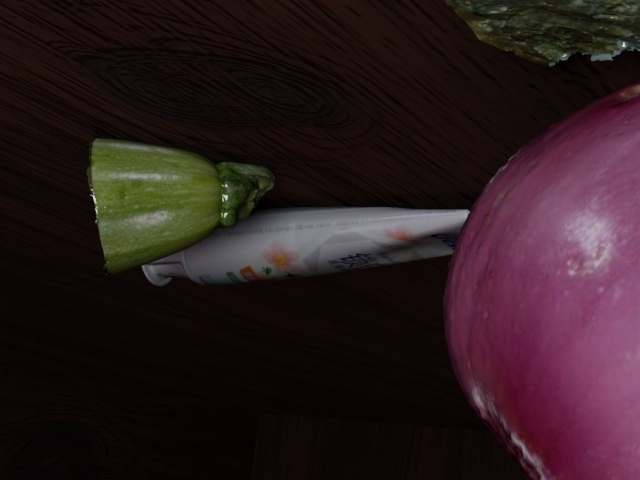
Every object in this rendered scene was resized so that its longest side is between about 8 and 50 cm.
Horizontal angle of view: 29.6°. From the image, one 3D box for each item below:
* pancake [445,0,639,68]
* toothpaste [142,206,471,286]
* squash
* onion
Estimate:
[{"bbox_3d":[0.117,-0.108,0.546,0.129,0.022,0.116,-3,161,39],"label":"pancake"},{"bbox_3d":[0.000,0.000,1.014,0.323,0.066,0.100,-5,164,25],"label":"toothpaste"},{"bbox_3d":[-0.098,-0.030,0.892,0.132,0.105,0.105,-5,168,-3],"label":"squash"},{"bbox_3d":[0.208,0.100,0.634,0.358,0.358,0.345,18,127,-38],"label":"onion"}]
